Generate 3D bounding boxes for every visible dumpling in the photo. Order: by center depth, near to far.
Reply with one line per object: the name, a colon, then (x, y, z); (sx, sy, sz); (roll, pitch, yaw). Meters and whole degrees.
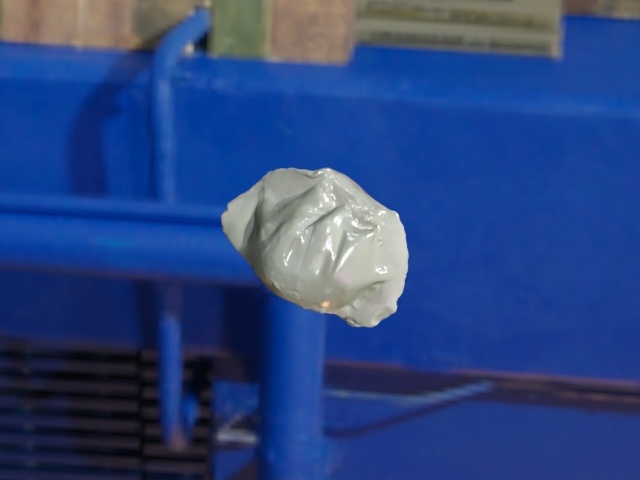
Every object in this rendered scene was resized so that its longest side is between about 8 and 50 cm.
dumpling: (0.000, 0.000, 1.572); (0.127, 0.188, 0.108); (-61, 176, 19)
